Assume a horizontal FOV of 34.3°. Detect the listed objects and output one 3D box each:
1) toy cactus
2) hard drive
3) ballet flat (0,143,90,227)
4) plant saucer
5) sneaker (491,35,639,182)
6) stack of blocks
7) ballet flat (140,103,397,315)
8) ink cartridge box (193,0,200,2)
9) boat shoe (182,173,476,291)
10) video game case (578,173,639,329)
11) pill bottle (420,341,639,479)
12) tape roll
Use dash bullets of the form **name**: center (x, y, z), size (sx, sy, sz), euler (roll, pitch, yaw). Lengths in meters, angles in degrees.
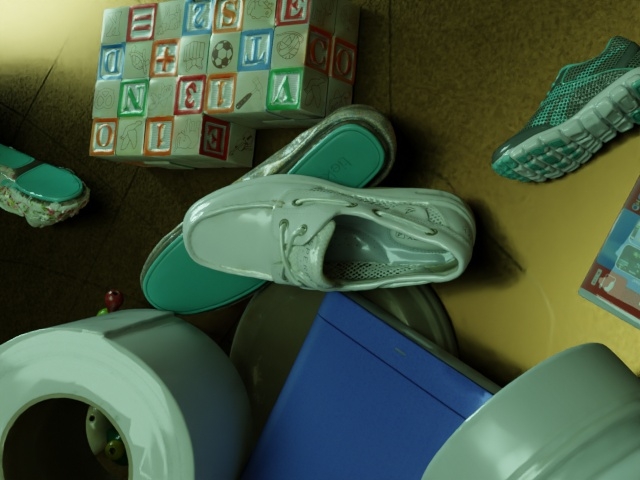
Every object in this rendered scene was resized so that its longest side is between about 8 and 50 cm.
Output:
- **toy cactus**: center (-0.223, 0.182, 1.161), size (0.180, 0.112, 0.219), euler (-50, 60, 42)
- **hard drive**: center (0.021, 0.229, 0.941), size (0.210, 0.040, 0.318), euler (32, 103, 38)
- **ballet flat**: center (-0.365, -0.061, 1.305), size (0.241, 0.091, 0.077), euler (26, 129, 40)
- **plant saucer**: center (0.008, 0.138, 1.021), size (0.278, 0.041, 0.277), euler (-6, 79, 35)
- **sneaker**: center (0.218, -0.113, 0.898), size (0.166, 0.065, 0.076), euler (-32, 50, 25)
- **stack of blocks**: center (-0.109, -0.168, 1.115), size (0.297, 0.087, 0.171), euler (2, 85, 36)
- **ballet flat**: center (-0.048, -0.030, 1.048), size (0.316, 0.106, 0.107), euler (-32, 108, 21)
- **ink cartridge box**: center (-0.027, -0.430, 1.074), size (0.307, 0.072, 0.303), euler (-16, 71, 0)
- **boat shoe**: center (0.000, 0.000, 0.939), size (0.277, 0.096, 0.098), euler (-2, 115, 11)
- **video game case**: center (0.352, -0.035, 0.802), size (0.204, 0.025, 0.285), euler (33, 103, 34)
- **pill bottle**: center (0.258, 0.273, 0.707), size (0.224, 0.224, 0.392), euler (-51, 59, 20)
- **tape roll**: center (-0.204, 0.194, 0.987), size (0.246, 0.169, 0.246), euler (1, 93, 15)
